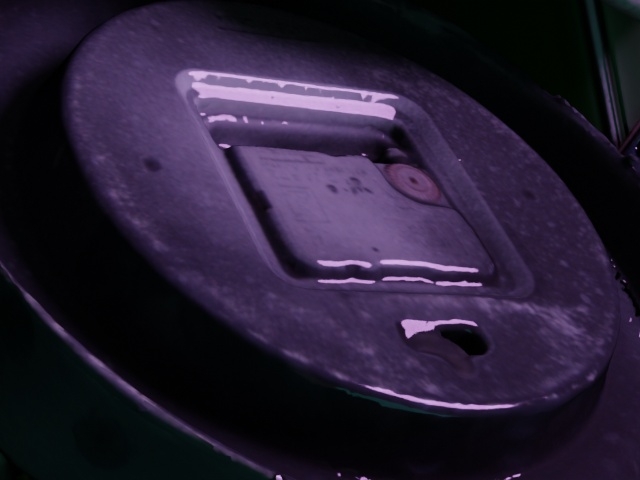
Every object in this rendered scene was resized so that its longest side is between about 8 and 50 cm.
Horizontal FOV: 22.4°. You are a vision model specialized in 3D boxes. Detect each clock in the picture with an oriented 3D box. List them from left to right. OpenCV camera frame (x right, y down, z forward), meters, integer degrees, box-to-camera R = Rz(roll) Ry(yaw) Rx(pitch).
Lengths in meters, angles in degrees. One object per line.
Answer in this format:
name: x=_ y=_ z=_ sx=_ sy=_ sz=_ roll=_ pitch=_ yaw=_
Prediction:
clock: x=0.000 y=0.000 z=0.710 sx=0.386 sy=0.386 sz=0.076 roll=-3 pitch=135 yaw=-38

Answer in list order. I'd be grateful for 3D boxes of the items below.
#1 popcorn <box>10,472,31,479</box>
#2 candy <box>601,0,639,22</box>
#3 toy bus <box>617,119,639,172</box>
popcorn: x=-0.147 y=0.146 z=0.983 sx=0.059 sy=0.068 sz=0.083 roll=-40 pitch=-173 yaw=36
candy: x=0.193 y=-0.218 z=0.846 sx=0.359 sy=0.145 sz=0.208 roll=19 pitch=112 yaw=-48
toy bus: x=0.217 y=0.139 z=1.160 sx=0.233 sy=0.203 sz=0.427 roll=12 pitch=117 yaw=-47
